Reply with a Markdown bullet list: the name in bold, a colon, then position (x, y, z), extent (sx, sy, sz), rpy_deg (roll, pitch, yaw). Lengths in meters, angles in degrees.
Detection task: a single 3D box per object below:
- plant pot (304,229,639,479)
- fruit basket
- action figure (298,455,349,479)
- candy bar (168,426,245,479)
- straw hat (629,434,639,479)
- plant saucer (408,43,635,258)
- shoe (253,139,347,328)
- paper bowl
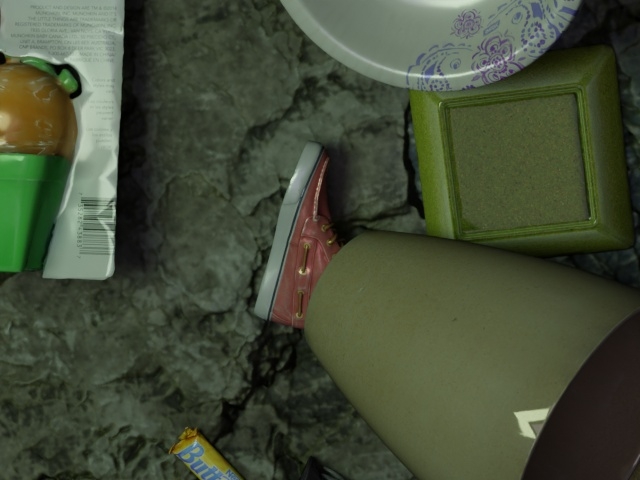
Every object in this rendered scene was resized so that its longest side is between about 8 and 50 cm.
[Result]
- **plant pot**: position (0.128, 0.107, 1.512), extent (0.274, 0.256, 0.256), rpy_deg (29, 104, 30)
- **fruit basket**: position (-0.336, -0.143, 1.606), extent (0.327, 0.165, 0.353), rpy_deg (1, 84, 8)
- **action figure**: position (0.099, 0.307, 1.626), extent (0.285, 0.099, 0.185), rpy_deg (24, 95, 0)
- **candy bar**: position (-0.082, 0.245, 1.679), extent (0.040, 0.018, 0.161), rpy_deg (-43, 92, 13)
- **straw hat**: position (0.303, 0.193, 1.588), extent (0.144, 0.061, 0.144), rpy_deg (1, 100, 8)
- **plant saucer**: position (0.179, -0.071, 1.570), extent (0.188, 0.045, 0.188), rpy_deg (-6, 98, 10)
- **shoe**: position (0.000, 0.000, 1.604), extent (0.081, 0.063, 0.178), rpy_deg (17, 107, 4)
- **paper bowl**: position (0.099, -0.280, 1.466), extent (0.284, 0.148, 0.284), rpy_deg (9, 126, 12)
